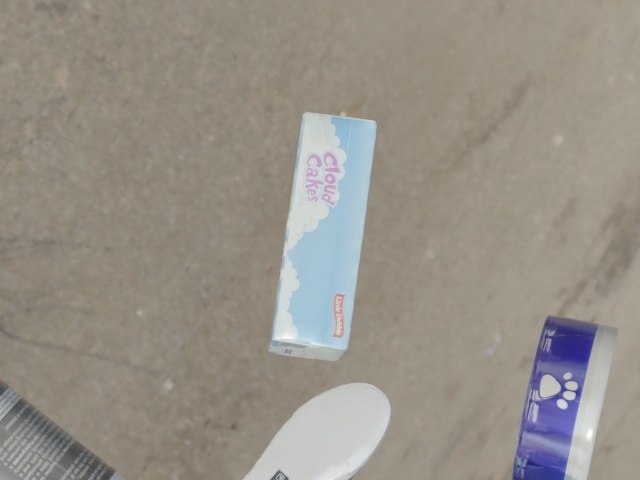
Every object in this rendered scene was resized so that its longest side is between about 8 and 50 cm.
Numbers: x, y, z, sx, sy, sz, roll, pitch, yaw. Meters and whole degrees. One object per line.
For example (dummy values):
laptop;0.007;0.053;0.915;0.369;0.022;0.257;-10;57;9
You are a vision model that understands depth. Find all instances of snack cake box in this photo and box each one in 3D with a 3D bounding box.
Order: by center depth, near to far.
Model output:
snack cake box;0.000;0.000;1.477;0.152;0.089;0.264;105;-7;-79

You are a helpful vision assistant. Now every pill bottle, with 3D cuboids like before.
pill bottle;-0.336;0.305;1.485;0.176;0.318;0.176;-51;-178;3

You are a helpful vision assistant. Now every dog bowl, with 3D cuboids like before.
dog bowl;0.355;0.245;1.845;0.265;0.104;0.265;12;90;-76

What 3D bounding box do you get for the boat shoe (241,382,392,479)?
boat shoe;-0.021;0.303;1.596;0.301;0.108;0.102;-48;155;-3
